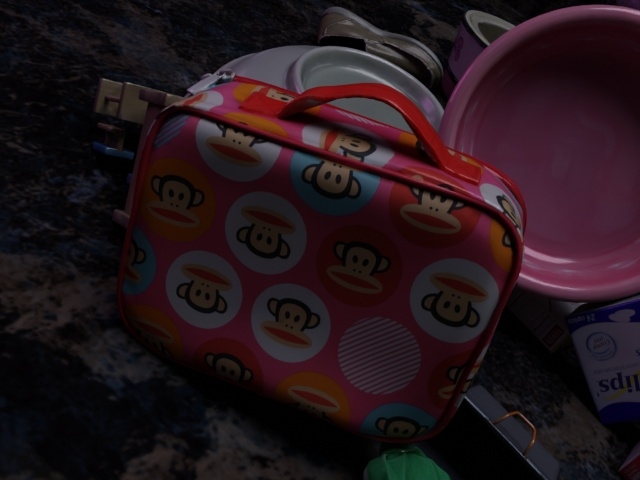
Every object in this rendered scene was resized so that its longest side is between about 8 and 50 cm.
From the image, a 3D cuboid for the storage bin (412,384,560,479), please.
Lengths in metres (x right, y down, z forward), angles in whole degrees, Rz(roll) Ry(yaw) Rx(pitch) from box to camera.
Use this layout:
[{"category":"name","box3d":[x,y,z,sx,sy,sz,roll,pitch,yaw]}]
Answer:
[{"category":"storage bin","box3d":[0.153,0.187,0.655,0.135,0.098,0.091,45,22,18]}]

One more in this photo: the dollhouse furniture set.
[{"category":"dollhouse furniture set","box3d":[-0.146,-0.080,0.747,0.129,0.129,0.184,9,9,-36]}]

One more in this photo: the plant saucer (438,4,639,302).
[{"category":"plant saucer","box3d":[0.301,-0.096,0.855,0.332,0.332,0.084,35,10,2]}]

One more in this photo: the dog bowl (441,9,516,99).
[{"category":"dog bowl","box3d":[0.430,-0.302,1.536,0.408,0.150,0.408,23,32,-16]}]

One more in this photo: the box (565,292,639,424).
[{"category":"box","box3d":[0.374,0.130,0.854,0.072,0.126,0.137,-16,85,-52]}]

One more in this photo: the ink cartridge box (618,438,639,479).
[{"category":"ink cartridge box","box3d":[0.406,0.269,0.802,0.135,0.056,0.099,46,33,21]}]

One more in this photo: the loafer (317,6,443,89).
[{"category":"loafer","box3d":[0.101,-0.332,1.347,0.251,0.094,0.087,25,55,3]}]

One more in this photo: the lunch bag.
[{"category":"lunch bag","box3d":[0.000,0.000,0.566,0.293,0.258,0.120,21,29,6]}]

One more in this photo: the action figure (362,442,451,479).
[{"category":"action figure","box3d":[0.071,0.235,0.530,0.137,0.063,0.232,20,37,-19]}]

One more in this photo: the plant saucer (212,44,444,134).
[{"category":"plant saucer","box3d":[0.049,-0.144,0.940,0.401,0.100,0.400,16,43,-15]}]

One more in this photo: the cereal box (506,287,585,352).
[{"category":"cereal box","box3d":[0.279,0.038,1.013,0.173,0.047,0.240,-7,49,-51]}]
